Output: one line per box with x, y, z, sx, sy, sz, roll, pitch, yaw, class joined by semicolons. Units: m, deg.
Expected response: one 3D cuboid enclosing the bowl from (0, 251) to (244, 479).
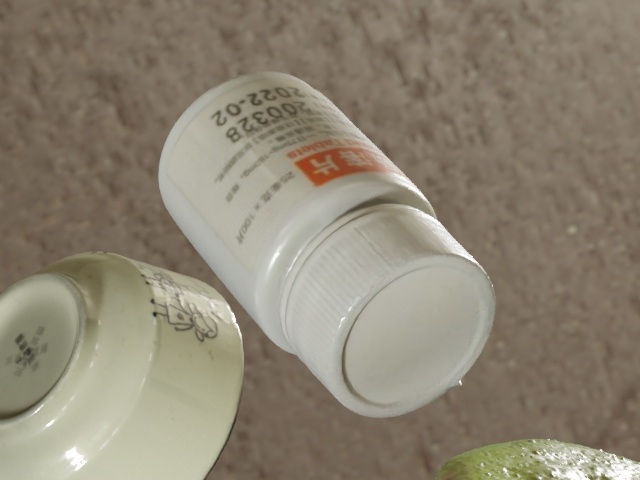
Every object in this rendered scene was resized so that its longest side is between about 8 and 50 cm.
-0.184;0.107;1.460;0.126;0.237;0.238;39;46;-44;bowl

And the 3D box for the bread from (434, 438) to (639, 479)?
0.237;0.224;1.517;0.301;0.301;0.045;-8;115;-55;bread

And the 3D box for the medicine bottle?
0.000;0.000;1.308;0.144;0.144;0.252;32;13;-42;medicine bottle
